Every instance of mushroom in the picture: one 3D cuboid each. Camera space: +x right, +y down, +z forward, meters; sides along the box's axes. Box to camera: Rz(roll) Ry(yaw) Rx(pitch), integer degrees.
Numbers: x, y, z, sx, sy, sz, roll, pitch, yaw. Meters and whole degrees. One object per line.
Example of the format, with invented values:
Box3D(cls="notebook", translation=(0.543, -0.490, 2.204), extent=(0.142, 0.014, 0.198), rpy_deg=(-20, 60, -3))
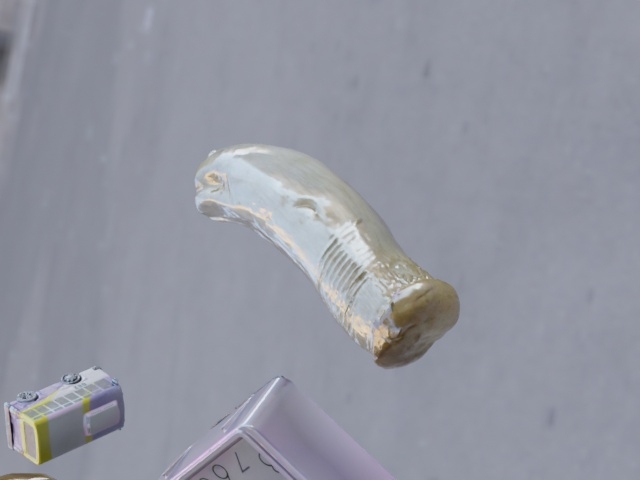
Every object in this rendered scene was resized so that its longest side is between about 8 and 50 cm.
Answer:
Box3D(cls="mushroom", translation=(0.000, 0.000, 1.954), extent=(0.351, 0.095, 0.123), rpy_deg=(39, 104, 39))

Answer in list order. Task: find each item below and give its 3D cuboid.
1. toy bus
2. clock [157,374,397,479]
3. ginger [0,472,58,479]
Box3D(cls="toy bus", translation=(-0.222, 0.153, 1.755), extent=(0.058, 0.102, 0.052), rpy_deg=(27, 127, 42))
Box3D(cls="clock", translation=(-0.041, 0.209, 1.577), extent=(0.197, 0.150, 0.063), rpy_deg=(-41, 7, 47))
Box3D(cls="ginger", translation=(-0.288, 0.241, 1.195), extent=(0.211, 0.413, 0.358), rpy_deg=(-21, -68, -59))
